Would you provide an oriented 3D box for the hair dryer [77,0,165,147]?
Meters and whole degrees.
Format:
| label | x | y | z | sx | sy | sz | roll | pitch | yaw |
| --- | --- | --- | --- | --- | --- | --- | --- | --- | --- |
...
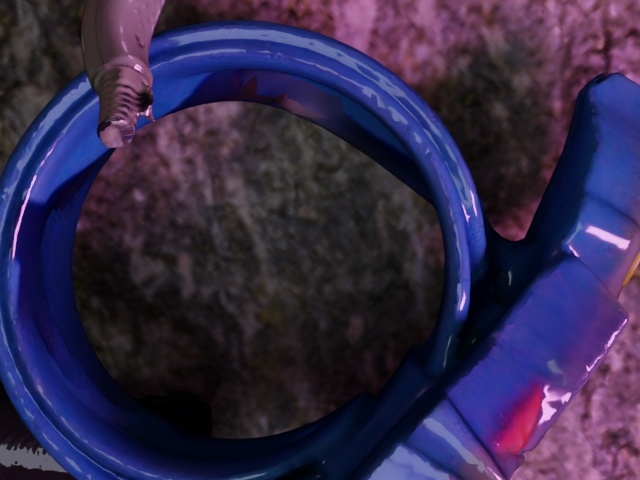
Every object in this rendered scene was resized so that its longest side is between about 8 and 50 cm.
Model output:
| label | x | y | z | sx | sy | sz | roll | pitch | yaw |
| --- | --- | --- | --- | --- | --- | --- | --- | --- | --- |
| hair dryer | -0.128 | -0.130 | 0.749 | 0.219 | 0.224 | 0.088 | -2 | 145 | 36 |

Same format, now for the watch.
| label | x | y | z | sx | sy | sz | roll | pitch | yaw |
| --- | --- | --- | --- | --- | --- | --- | --- | --- | --- |
| watch | 0.000 | 0.000 | 0.768 | 0.274 | 0.241 | 0.305 | 37 | 91 | 3 |

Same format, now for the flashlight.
| label | x | y | z | sx | sy | sz | roll | pitch | yaw |
| --- | --- | --- | --- | --- | --- | --- | --- | --- | --- |
| flashlight | -0.176 | 0.110 | 0.891 | 0.232 | 0.093 | 0.093 | 9 | 112 | -3 |
